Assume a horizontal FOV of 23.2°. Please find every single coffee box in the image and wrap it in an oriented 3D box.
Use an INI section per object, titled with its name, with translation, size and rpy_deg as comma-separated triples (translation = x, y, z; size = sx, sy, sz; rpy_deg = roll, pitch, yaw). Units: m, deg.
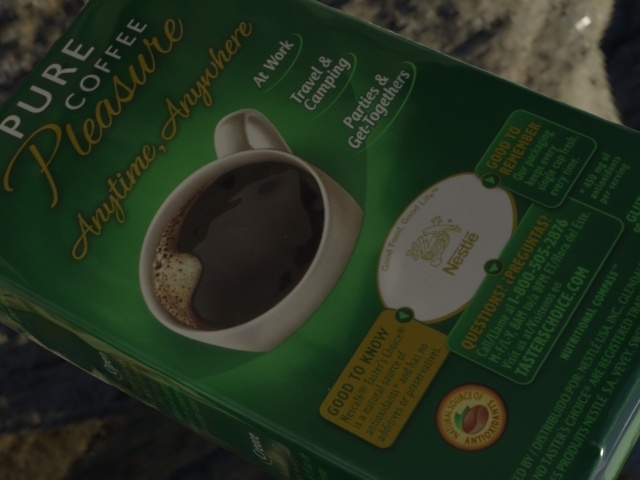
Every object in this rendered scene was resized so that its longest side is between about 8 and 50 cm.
[coffee box]
translation = 0.000, 0.000, 0.393
size = 0.113, 0.184, 0.040
rpy_deg = -57, 156, -21
